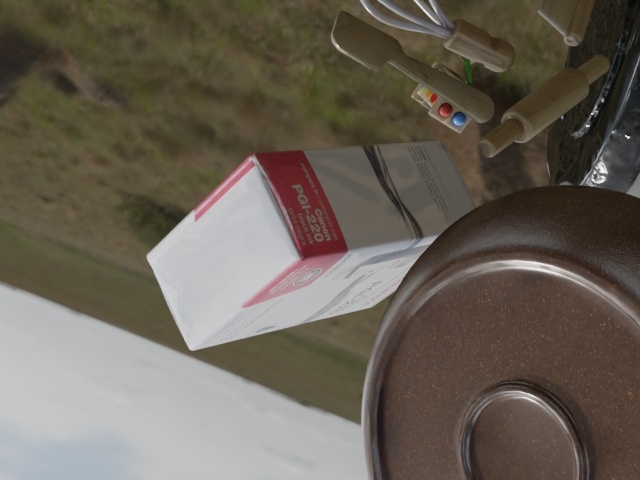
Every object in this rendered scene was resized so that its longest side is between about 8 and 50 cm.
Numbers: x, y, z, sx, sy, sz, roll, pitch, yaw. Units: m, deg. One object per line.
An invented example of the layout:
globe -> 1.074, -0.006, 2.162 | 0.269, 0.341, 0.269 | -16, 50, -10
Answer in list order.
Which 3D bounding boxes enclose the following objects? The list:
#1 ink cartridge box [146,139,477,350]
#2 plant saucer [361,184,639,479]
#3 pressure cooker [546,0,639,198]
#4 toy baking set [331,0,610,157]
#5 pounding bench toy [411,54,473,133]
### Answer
ink cartridge box -> 0.000, 0.000, 0.847 | 0.218, 0.092, 0.158 | -11, 159, -46
plant saucer -> 0.127, 0.123, 0.612 | 0.050, 0.310, 0.311 | -2, -168, -45
pressure cooker -> 0.481, -0.149, 1.091 | 0.421, 0.375, 0.370 | 15, 167, -2
toy baking set -> 0.123, -0.165, 0.839 | 0.196, 0.256, 0.030 | 52, 150, -5
pounding bench toy -> 0.159, -0.179, 1.237 | 0.052, 0.083, 0.065 | 27, -163, -31
